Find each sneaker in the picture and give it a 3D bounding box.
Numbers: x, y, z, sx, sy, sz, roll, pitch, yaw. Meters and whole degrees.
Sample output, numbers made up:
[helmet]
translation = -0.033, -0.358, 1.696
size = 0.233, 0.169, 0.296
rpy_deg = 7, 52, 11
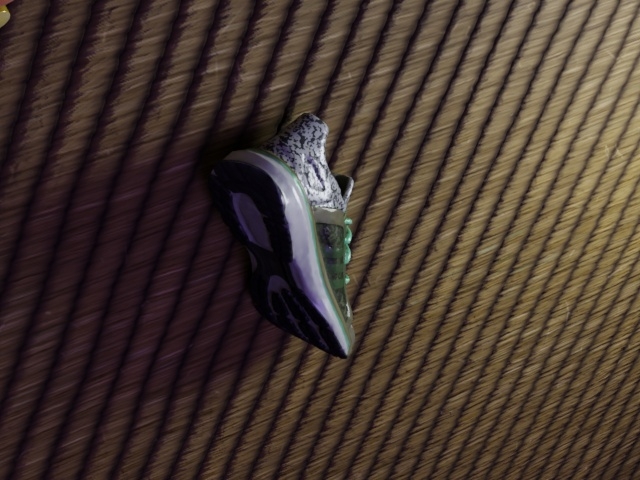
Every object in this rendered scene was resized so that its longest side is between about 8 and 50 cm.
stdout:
[sneaker]
translation = 0.000, 0.000, 1.660
size = 0.182, 0.158, 0.410
rpy_deg = -47, 144, -25

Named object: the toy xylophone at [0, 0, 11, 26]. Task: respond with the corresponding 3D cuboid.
[toy xylophone]
translation = -0.348, -0.214, 1.174
size = 0.236, 0.081, 0.322
rpy_deg = -29, 175, -10
